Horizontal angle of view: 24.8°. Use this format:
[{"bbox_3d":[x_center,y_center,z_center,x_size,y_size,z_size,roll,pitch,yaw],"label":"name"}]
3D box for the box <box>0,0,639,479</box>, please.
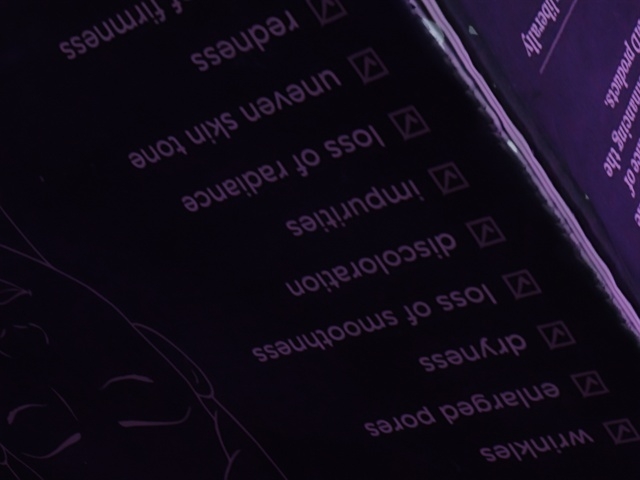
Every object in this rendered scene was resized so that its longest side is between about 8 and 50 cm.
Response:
[{"bbox_3d":[0.000,0.000,0.825,0.471,0.480,0.297,55,41,-21],"label":"box"}]
